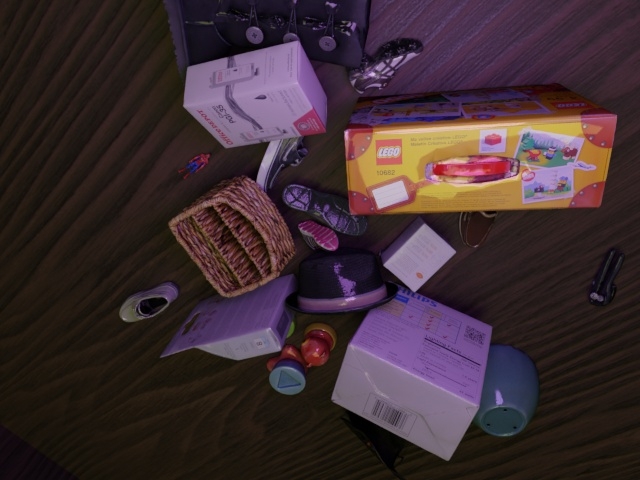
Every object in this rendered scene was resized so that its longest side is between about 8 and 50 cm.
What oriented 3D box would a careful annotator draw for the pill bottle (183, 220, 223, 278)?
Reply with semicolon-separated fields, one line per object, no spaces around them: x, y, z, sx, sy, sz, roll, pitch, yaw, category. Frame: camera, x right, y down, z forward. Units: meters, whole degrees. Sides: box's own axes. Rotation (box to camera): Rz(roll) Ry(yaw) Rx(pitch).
-0.343;0.011;1.462;0.119;0.119;0.209;-17;113;17;pill bottle

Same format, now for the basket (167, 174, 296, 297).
-0.235;-0.003;1.334;0.213;0.223;0.299;-3;124;48;basket

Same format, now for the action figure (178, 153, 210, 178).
-0.372;-0.226;1.397;0.115;0.030;0.038;-31;103;20;action figure

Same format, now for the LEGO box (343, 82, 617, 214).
0.325;-0.221;1.083;0.499;0.372;0.193;-1;117;10;LEGO box

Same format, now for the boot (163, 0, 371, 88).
-0.115;-0.471;1.118;0.444;0.146;0.367;2;158;-3;boot

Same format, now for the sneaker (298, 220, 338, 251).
0.000;0.000;1.396;0.170;0.063;0.075;31;148;44;sneaker

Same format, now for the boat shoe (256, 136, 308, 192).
-0.086;-0.252;1.295;0.102;0.108;0.301;27;111;-3;boat shoe

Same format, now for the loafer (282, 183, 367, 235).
0.013;-0.094;1.382;0.267;0.084;0.096;25;86;-7;loafer

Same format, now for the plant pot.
0.575;0.512;1.522;0.290;0.195;0.290;4;117;8;plant pot

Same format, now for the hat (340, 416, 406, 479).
0.227;0.712;1.689;0.134;0.331;0.331;-42;107;-13;hat

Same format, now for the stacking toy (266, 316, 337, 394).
-0.125;0.390;1.616;0.279;0.130;0.309;32;117;-8;stacking toy

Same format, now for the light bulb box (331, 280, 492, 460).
0.273;0.351;1.355;0.357;0.361;0.225;24;121;15;light bulb box

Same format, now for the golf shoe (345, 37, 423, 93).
0.166;-0.438;1.178;0.198;0.077;0.094;-16;135;16;golf shoe

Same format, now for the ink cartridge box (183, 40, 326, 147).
-0.147;-0.332;1.111;0.282;0.117;0.207;-6;160;18;ink cartridge box

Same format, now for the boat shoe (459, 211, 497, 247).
0.444;-0.085;1.290;0.095;0.095;0.258;7;118;6;boat shoe

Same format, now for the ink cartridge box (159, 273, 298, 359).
-0.267;0.258;1.470;0.384;0.308;0.091;-18;112;18;ink cartridge box

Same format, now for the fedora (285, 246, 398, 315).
0.055;0.106;1.366;0.333;0.334;0.153;-6;99;13;fedora

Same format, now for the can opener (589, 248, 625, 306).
0.828;0.111;1.357;0.059;0.073;0.186;24;124;42;can opener

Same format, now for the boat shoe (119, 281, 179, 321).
-0.613;0.233;1.641;0.267;0.088;0.096;-21;112;19;boat shoe

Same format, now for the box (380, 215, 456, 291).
0.282;0.038;1.367;0.130;0.091;0.170;41;105;-11;box

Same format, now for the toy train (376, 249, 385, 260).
0.248;0.063;1.440;0.158;0.027;0.036;20;115;-1;toy train
